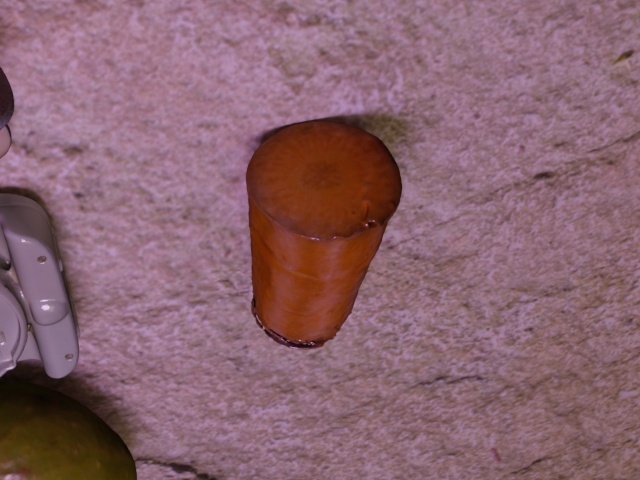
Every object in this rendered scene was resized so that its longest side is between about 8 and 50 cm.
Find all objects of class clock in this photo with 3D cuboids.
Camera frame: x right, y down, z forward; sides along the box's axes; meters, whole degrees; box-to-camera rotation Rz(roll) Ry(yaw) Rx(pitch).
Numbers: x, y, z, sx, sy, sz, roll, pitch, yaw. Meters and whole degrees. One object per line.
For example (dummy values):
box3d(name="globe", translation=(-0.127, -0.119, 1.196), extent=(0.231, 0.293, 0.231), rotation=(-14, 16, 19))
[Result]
box3d(name="clock", translation=(-0.470, 0.088, 1.629), extent=(0.324, 0.108, 0.265), rotation=(-14, 136, -8))

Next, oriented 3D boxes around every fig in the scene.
box3d(name="fig", translation=(-0.389, 0.317, 1.796), extent=(0.326, 0.258, 0.258), rotation=(9, 130, -50))

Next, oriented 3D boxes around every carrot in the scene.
box3d(name="carrot", translation=(0.000, 0.000, 1.689), extent=(0.196, 0.196, 0.254), rotation=(-10, 142, -12))

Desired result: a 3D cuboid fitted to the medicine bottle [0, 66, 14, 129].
box3d(name="medicine bottle", translation=(-0.478, -0.084, 1.404), extent=(0.322, 0.151, 0.151), rotation=(-37, 134, 24))

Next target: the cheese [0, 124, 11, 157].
box3d(name="cheese", translation=(-0.399, -0.110, 1.510), extent=(0.092, 0.047, 0.171), rotation=(-3, 132, -13))
